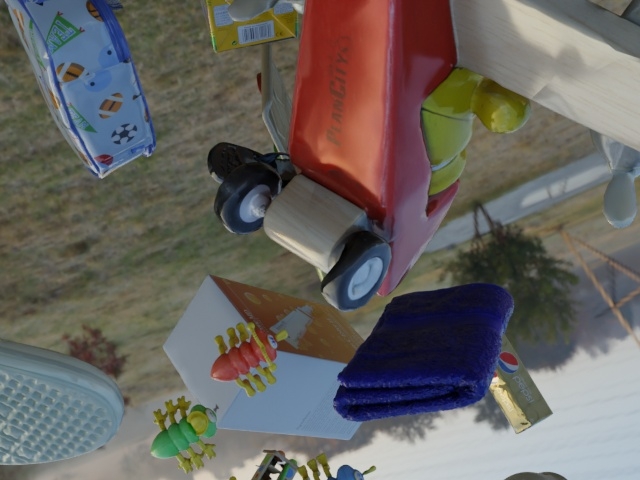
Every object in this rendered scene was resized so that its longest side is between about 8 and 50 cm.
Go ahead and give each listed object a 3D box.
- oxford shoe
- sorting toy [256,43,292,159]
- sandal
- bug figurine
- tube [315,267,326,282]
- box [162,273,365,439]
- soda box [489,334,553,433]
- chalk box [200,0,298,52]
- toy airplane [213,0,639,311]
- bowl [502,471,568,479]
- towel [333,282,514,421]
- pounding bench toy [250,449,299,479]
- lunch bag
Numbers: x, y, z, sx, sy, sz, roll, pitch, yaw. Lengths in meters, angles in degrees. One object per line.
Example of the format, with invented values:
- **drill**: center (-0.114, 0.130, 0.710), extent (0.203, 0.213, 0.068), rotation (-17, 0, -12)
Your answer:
- **oxford shoe**: center (-0.403, 0.123, 0.834), extent (0.449, 0.169, 0.130), rotation (3, -146, 12)
- **sorting toy**: center (-0.073, -0.180, 1.466), extent (0.041, 0.307, 0.229), rotation (-11, 136, 8)
- **sandal**: center (-0.052, -0.078, 1.003), extent (0.179, 0.067, 0.040), rotation (12, 157, -41)
- **bug figurine**: center (-0.079, 0.246, 1.001), extent (0.216, 0.279, 0.072), rotation (-35, 172, 2)
- **tube**: center (0.000, 0.000, 1.614), extent (0.062, 0.240, 0.070), rotation (15, -139, 30)
- **box**: center (-0.069, 0.217, 1.509), extent (0.345, 0.215, 0.168), rotation (19, 109, -46)
- **soda box**: center (0.359, 0.269, 1.593), extent (0.061, 0.181, 0.058), rotation (-18, 158, -30)
- **chalk box**: center (-0.118, -0.403, 1.224), extent (0.132, 0.213, 0.132), rotation (-13, 148, -9)
- **toy airplane**: center (0.072, -0.166, 0.592), extent (0.272, 0.386, 0.384), rotation (-30, -175, -36)
- **bowl**: center (0.457, 0.662, 1.952), extent (0.134, 0.298, 0.298), rotation (26, 151, -18)
- **towel**: center (0.156, 0.150, 1.241), extent (0.227, 0.076, 0.308), rotation (-14, -165, 23)
- **pounding bench toy**: center (-0.060, 0.332, 1.183), extent (0.065, 0.052, 0.083), rotation (-57, -166, -23)
- **lunch bag**: center (-0.320, -0.244, 1.081), extent (0.115, 0.243, 0.303), rotation (-27, 153, -17)
